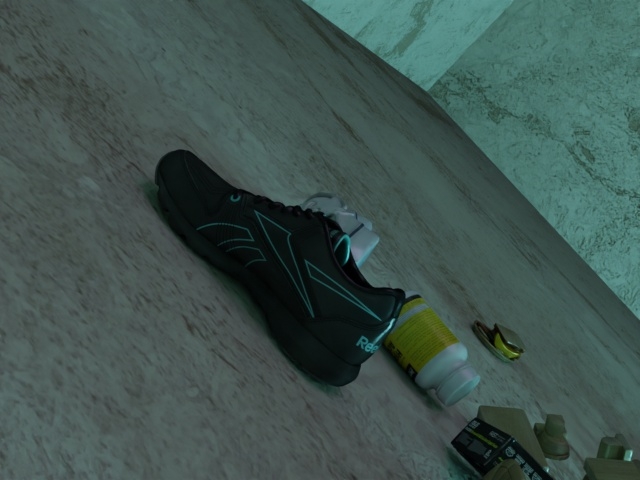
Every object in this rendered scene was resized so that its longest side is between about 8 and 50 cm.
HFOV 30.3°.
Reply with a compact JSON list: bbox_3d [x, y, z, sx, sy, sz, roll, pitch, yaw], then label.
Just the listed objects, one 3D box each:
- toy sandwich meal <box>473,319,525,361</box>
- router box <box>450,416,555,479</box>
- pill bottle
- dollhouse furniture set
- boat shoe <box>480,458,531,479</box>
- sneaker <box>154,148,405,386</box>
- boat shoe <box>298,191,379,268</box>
[{"bbox_3d":[0.246,0.134,1.621,0.085,0.029,0.085,41,14,-12],"label":"toy sandwich meal"},{"bbox_3d":[0.177,0.214,1.085,0.092,0.038,0.122,47,-6,-5],"label":"router box"},{"bbox_3d":[0.111,0.113,1.224,0.116,0.065,0.065,50,15,23],"label":"pill bottle"},{"bbox_3d":[0.240,0.265,1.223,0.151,0.123,0.144,6,21,-6],"label":"dollhouse furniture set"},{"bbox_3d":[0.164,0.256,0.886,0.092,0.103,0.285,38,8,-6],"label":"boat shoe"},{"bbox_3d":[-0.036,0.003,1.050,0.267,0.106,0.101,46,15,13],"label":"sneaker"},{"bbox_3d":[0.000,0.000,1.223,0.084,0.095,0.258,39,4,-4],"label":"boat shoe"}]
